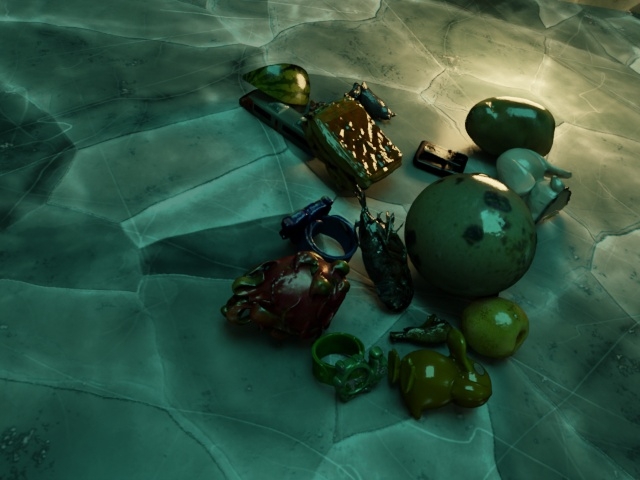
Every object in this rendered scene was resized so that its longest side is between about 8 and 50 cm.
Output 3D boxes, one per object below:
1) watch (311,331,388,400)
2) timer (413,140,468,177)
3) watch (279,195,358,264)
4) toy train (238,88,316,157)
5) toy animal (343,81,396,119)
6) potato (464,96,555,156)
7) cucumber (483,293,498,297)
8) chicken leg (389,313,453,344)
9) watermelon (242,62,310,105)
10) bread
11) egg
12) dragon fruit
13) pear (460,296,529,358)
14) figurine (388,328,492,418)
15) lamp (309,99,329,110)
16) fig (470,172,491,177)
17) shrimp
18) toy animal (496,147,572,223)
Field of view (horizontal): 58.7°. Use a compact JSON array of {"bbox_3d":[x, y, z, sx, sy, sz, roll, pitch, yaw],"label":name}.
[{"bbox_3d":[0.064,0.301,1.411,0.165,0.131,0.152,-21,37,-24],"label":"watch"},{"bbox_3d":[0.442,-0.299,2.089,0.187,0.055,0.144,22,47,9],"label":"timer"},{"bbox_3d":[0.004,0.000,1.646,0.196,0.171,0.200,-36,74,-28],"label":"watch"},{"bbox_3d":[-0.136,-0.447,2.074,0.409,0.089,0.086,38,56,21],"label":"toy train"},{"bbox_3d":[0.205,-0.553,2.232,0.210,0.117,0.121,25,40,13],"label":"toy animal"},{"bbox_3d":[0.707,-0.421,2.135,0.326,0.221,0.243,11,0,16],"label":"potato"},{"bbox_3d":[0.534,0.080,1.749,0.067,0.068,0.294,18,46,4],"label":"cucumber"},{"bbox_3d":[0.272,0.245,1.539,0.178,0.070,0.093,-8,43,-8],"label":"chicken leg"},{"bbox_3d":[-0.122,-0.595,2.112,0.159,0.128,0.303,39,27,30],"label":"watermelon"},{"bbox_3d":[0.091,-0.306,1.906,0.324,0.167,0.277,49,46,7],"label":"bread"},{"bbox_3d":[0.416,-0.015,1.584,0.344,0.345,0.428,4,6,-9],"label":"egg"},{"bbox_3d":[-0.075,0.143,1.437,0.243,0.228,0.307,34,52,25],"label":"dragon fruit"},{"bbox_3d":[0.466,0.231,1.536,0.177,0.178,0.178,7,46,-7],"label":"pear"},{"bbox_3d":[0.294,0.335,1.394,0.228,0.215,0.215,-19,53,-10],"label":"figurine"},{"bbox_3d":[-0.002,-0.521,2.213,0.083,0.031,0.063,12,47,-8],"label":"lamp"},{"bbox_3d":[0.505,-0.127,1.866,0.205,0.205,0.205,7,46,-7],"label":"fig"},{"bbox_3d":[0.162,0.023,1.610,0.137,0.172,0.372,-11,86,-31],"label":"shrimp"},{"bbox_3d":[0.733,-0.197,1.979,0.289,0.174,0.249,31,48,14],"label":"toy animal"}]
